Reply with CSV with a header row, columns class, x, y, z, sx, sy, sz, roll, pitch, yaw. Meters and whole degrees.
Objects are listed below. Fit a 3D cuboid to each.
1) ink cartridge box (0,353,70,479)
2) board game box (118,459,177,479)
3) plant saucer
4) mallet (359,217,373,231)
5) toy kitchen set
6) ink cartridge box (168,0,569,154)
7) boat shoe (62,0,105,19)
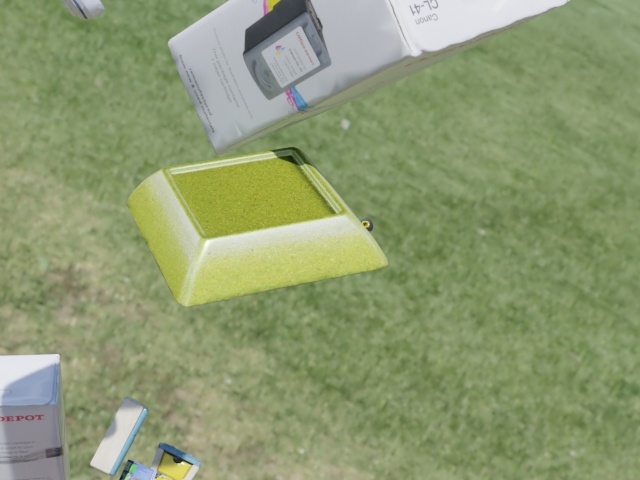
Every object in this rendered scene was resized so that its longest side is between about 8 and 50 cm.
class,x,y,z,sx,sy,sz,roll,pitch,yaw
ink cartridge box,-0.575,0.356,2.165,0.223,0.307,0.129,-1,40,-8
board game box,-0.265,0.467,2.009,0.201,0.136,0.035,34,-18,-34
plant saucer,-0.060,-0.026,1.054,0.188,0.045,0.188,-11,34,-19
mallet,0.000,0.000,1.487,0.190,0.039,0.062,-1,70,-42
toy kitchen set,-0.276,0.348,2.008,0.166,0.122,0.207,27,-6,-3
ink cartridge box,0.038,-0.204,1.107,0.226,0.306,0.131,-26,94,-39
boat shoe,-0.319,-0.313,1.247,0.226,0.076,0.083,53,-1,-7
